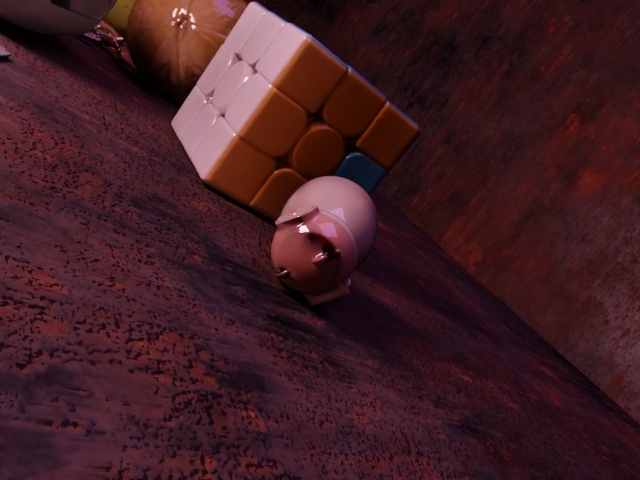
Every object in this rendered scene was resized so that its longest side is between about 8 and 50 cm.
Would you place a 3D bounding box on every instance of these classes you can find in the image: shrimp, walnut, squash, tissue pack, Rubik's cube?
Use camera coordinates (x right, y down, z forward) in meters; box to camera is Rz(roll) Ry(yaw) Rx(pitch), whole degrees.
[{"bbox_3d":[-0.518,-0.465,1.434,0.187,0.051,0.132,30,31,-10],"label":"shrimp"},{"bbox_3d":[-0.286,-0.455,1.489,0.333,0.333,0.333,36,11,-8],"label":"walnut"},{"bbox_3d":[-0.549,-0.617,1.712,0.247,0.132,0.132,29,14,-43],"label":"squash"},{"bbox_3d":[-0.477,-0.474,1.090,0.236,0.229,0.333,37,12,-1],"label":"tissue pack"},{"bbox_3d":[-0.055,-0.211,1.183,0.292,0.291,0.290,30,13,-36],"label":"Rubik's cube"}]

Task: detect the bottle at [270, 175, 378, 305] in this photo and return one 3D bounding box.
[{"bbox_3d":[0.000,0.000,0.915,0.147,0.147,0.236,37,19,-2],"label":"bottle"}]

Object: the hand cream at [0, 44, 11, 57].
[{"bbox_3d":[-0.539,-0.336,0.851,0.275,0.050,0.079,40,35,-15],"label":"hand cream"}]
